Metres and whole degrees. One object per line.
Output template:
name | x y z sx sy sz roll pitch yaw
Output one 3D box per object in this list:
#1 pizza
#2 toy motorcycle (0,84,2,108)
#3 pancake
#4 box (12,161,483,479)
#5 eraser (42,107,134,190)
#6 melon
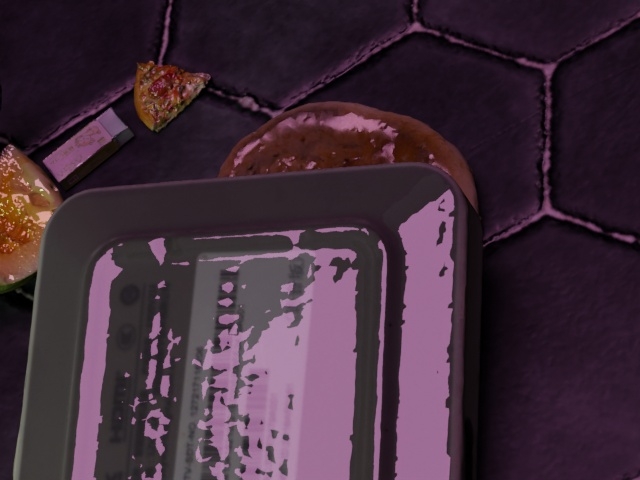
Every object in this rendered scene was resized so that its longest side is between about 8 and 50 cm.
pizza | -0.142 -0.148 1.685 0.078 0.025 0.083 -24 52 10
toy motorcycle | -0.446 -0.099 1.708 0.416 0.172 0.232 16 59 46
pancake | 0.000 0.000 1.518 0.282 0.049 0.282 -12 57 19
box | -0.062 0.127 1.398 0.373 0.090 0.367 -4 68 19
eraser | -0.217 -0.086 1.681 0.083 0.019 0.038 -38 51 -5
melon | -0.291 0.005 1.621 0.128 0.079 0.160 25 59 17
